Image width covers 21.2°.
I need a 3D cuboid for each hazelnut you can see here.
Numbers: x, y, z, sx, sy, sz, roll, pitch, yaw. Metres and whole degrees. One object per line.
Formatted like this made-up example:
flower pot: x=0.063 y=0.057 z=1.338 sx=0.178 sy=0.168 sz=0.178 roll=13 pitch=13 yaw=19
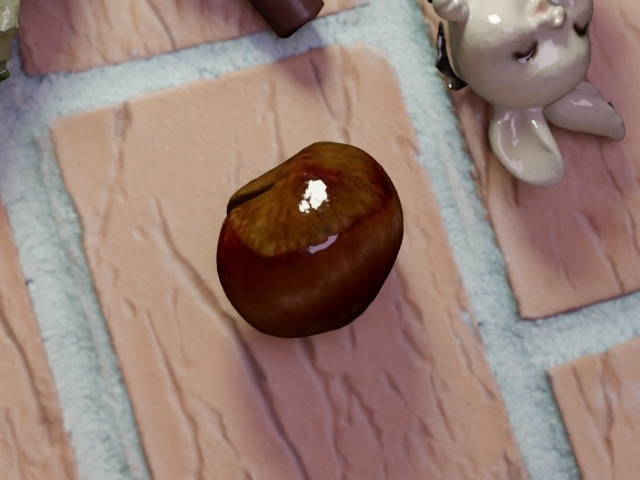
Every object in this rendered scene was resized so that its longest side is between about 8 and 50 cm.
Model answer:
hazelnut: x=0.000 y=0.000 z=1.632 sx=0.178 sy=0.178 sz=0.204 roll=34 pitch=43 yaw=-5

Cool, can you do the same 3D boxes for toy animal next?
toy animal: x=0.207 y=-0.230 z=1.732 sx=0.208 sy=0.154 sz=0.325 roll=-32 pitch=110 yaw=-37

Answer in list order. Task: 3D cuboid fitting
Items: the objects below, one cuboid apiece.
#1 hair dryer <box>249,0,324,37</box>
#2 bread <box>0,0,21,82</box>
hair dryer: x=-0.037 y=-0.414 z=1.745 sx=0.312 sy=0.123 sz=0.340 roll=50 pitch=62 yaw=-12
bread: x=-0.379 y=-0.318 z=1.585 sx=0.366 sy=0.129 sz=0.382 roll=-26 pitch=97 yaw=-23
